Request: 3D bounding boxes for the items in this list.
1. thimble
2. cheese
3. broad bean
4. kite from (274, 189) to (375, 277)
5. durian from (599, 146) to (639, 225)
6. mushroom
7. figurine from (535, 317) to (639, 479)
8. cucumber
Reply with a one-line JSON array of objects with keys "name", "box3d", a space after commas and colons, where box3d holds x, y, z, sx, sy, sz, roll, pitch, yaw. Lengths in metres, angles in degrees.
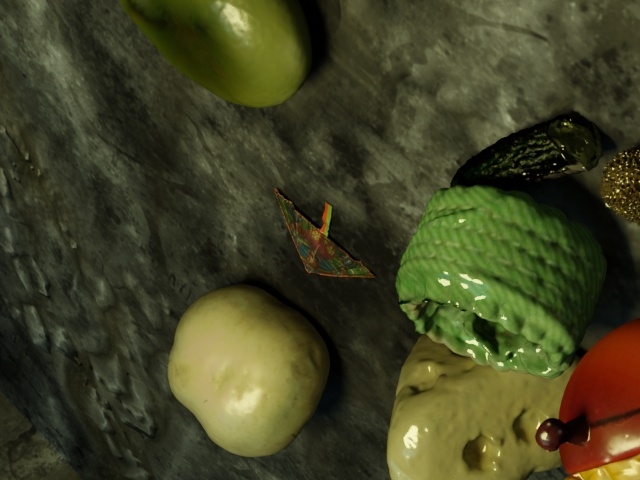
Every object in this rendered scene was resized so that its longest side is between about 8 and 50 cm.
[{"name": "thimble", "box3d": [0.195, 0.046, 1.404, 0.219, 0.150, 0.219, 22, 163, 7]}, {"name": "cheese", "box3d": [0.194, 0.219, 1.566, 0.251, 0.248, 0.173, 4, 128, 43]}, {"name": "broad bean", "box3d": [-0.130, -0.277, 1.559, 0.291, 0.119, 0.238, 36, 146, 21]}, {"name": "kite", "box3d": [0.000, 0.000, 1.797, 0.190, 0.010, 0.159, 41, 147, 12]}, {"name": "durian", "box3d": [0.316, -0.058, 1.268, 0.080, 0.080, 0.091, 42, 132, 14]}, {"name": "mushroom", "box3d": [-0.100, 0.198, 1.983, 0.254, 0.234, 0.260, -5, 81, 22]}, {"name": "figurine", "box3d": [0.345, 0.142, 1.193, 0.196, 0.323, 0.320, 49, 149, 1]}, {"name": "cucumber", "box3d": [0.203, -0.079, 1.396, 0.067, 0.067, 0.245, 55, 150, -8]}]
